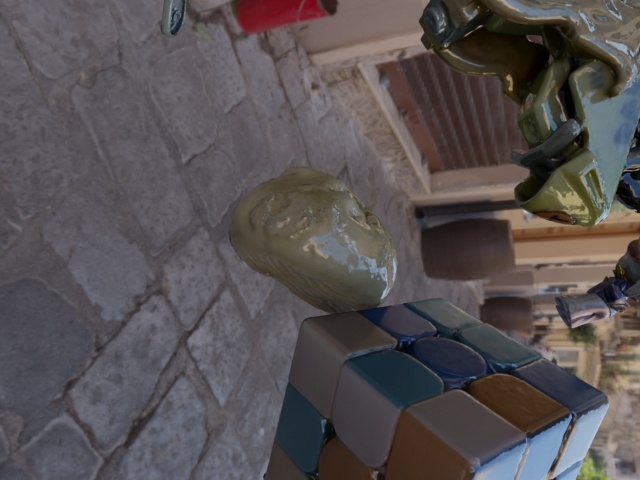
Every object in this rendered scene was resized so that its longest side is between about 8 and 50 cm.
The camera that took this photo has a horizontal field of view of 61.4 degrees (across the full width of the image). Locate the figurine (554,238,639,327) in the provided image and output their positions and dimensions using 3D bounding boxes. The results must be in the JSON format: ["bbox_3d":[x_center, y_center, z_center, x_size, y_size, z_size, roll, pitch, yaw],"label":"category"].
[{"bbox_3d":[0.599,0.084,1.040,0.194,0.274,0.133,86,-12,-47],"label":"figurine"}]

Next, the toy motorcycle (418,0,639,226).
[{"bbox_3d":[0.275,-0.189,0.617,0.410,0.237,0.169,61,-10,3],"label":"toy motorcycle"}]

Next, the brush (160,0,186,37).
[{"bbox_3d":[-0.137,-0.368,0.609,0.068,0.060,0.297,-68,178,-51],"label":"brush"}]

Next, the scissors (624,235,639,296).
[{"bbox_3d":[0.370,0.050,0.611,0.189,0.015,0.100,40,33,-71],"label":"scissors"}]

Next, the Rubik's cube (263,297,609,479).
[{"bbox_3d":[0.161,0.324,0.842,0.347,0.344,0.347,-5,116,-39],"label":"Rubik's cube"}]

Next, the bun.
[{"bbox_3d":[0.000,0.000,1.013,0.234,0.326,0.362,-56,-173,-10],"label":"bun"}]
